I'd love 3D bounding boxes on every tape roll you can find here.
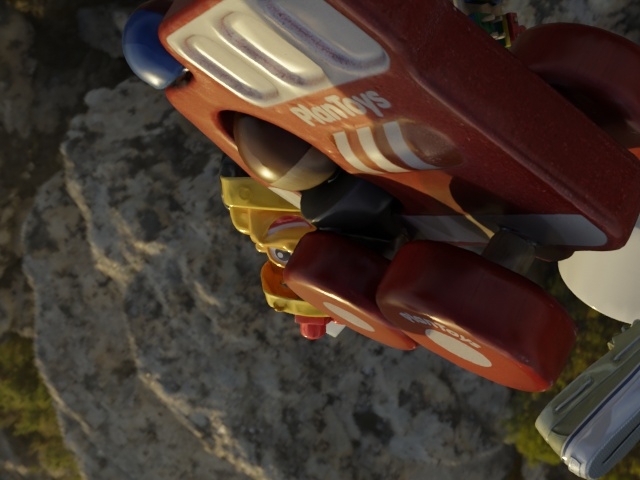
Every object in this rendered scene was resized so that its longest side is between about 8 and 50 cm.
[{"bbox_3d":[0.491,-0.011,1.374,0.246,0.246,0.169,18,129,17],"label":"tape roll"}]

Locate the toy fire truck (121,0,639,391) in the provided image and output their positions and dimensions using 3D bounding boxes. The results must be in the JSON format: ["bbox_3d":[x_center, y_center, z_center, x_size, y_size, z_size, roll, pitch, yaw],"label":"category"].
[{"bbox_3d":[0.022,-0.061,0.504,0.254,0.169,0.302,35,168,-23],"label":"toy fire truck"}]

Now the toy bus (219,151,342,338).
[{"bbox_3d":[0.000,0.000,0.851,0.149,0.220,0.211,5,108,13],"label":"toy bus"}]

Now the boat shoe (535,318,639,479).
[{"bbox_3d":[0.373,0.138,1.063,0.094,0.302,0.109,42,171,38],"label":"boat shoe"}]

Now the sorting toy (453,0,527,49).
[{"bbox_3d":[0.236,-0.331,1.310,0.046,0.274,0.132,-8,93,37],"label":"sorting toy"}]

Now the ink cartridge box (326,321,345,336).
[{"bbox_3d":[0.054,0.066,1.826,0.087,0.208,0.153,31,135,-5],"label":"ink cartridge box"}]
